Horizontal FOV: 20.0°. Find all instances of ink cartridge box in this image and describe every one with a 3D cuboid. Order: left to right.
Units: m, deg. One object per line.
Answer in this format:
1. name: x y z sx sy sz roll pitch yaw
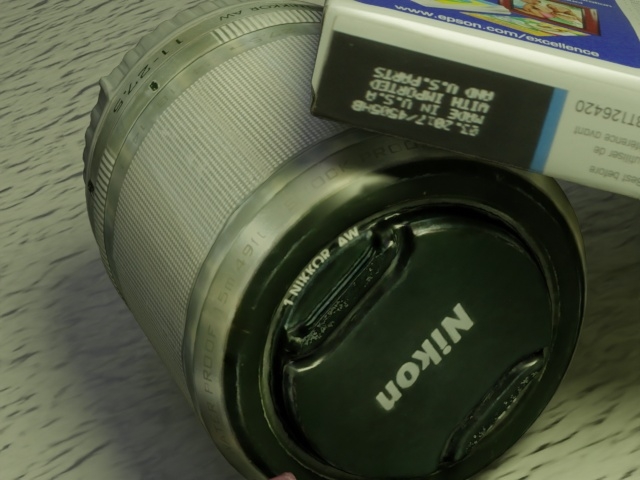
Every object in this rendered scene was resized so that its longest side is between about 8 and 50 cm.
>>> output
1. ink cartridge box: 0.150 -0.099 0.954 0.303 0.072 0.307 13 19 -1

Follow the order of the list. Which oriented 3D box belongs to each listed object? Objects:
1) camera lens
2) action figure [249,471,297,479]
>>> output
1. camera lens: 0.000 0.000 1.000 0.219 0.219 0.274 -25 33 -11
2. action figure: -0.157 0.215 0.748 0.370 0.248 0.276 -11 52 -31
